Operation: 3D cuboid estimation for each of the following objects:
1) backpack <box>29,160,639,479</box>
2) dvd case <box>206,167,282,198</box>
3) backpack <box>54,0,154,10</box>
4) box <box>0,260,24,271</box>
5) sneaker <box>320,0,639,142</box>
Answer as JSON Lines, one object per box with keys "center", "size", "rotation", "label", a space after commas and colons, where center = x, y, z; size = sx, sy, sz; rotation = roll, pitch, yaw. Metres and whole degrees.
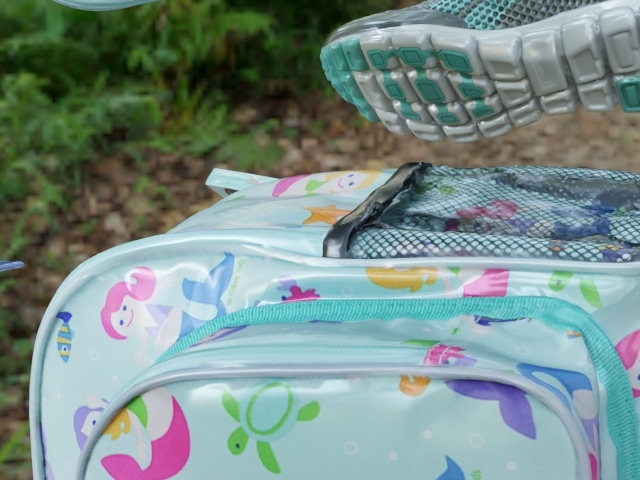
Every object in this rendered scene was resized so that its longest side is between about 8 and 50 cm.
{"center": [0.020, 0.091, 0.545], "size": [0.253, 0.225, 0.191], "rotation": [7, 19, 31], "label": "backpack"}
{"center": [0.000, 0.000, 0.902], "size": [0.119, 0.013, 0.087], "rotation": [36, -11, -28], "label": "dvd case"}
{"center": [-0.067, -0.163, 0.552], "size": [0.165, 0.144, 0.188], "rotation": [-26, 49, -17], "label": "backpack"}
{"center": [-0.227, -0.006, 0.677], "size": [0.178, 0.042, 0.109], "rotation": [2, 6, 23], "label": "box"}
{"center": [0.083, -0.088, 0.668], "size": [0.166, 0.065, 0.076], "rotation": [-3, 49, 20], "label": "sneaker"}
